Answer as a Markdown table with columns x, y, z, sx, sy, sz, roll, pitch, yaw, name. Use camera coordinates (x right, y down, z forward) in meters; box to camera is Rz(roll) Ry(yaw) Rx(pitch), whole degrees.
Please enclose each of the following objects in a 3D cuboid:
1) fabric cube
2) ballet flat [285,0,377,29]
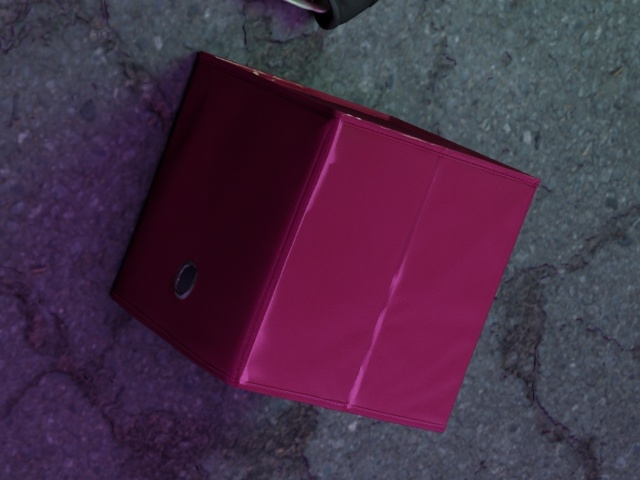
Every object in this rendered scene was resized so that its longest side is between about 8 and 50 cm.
| x | y | z | sx | sy | sz | roll | pitch | yaw | name |
| --- | --- | --- | --- | --- | --- | --- | --- | --- | --- |
| 0.000 | 0.000 | 1.742 | 0.259 | 0.254 | 0.258 | 16 | 99 | -36 | fabric cube |
| -0.045 | -0.286 | 1.709 | 0.096 | 0.095 | 0.280 | -46 | 127 | 5 | ballet flat |
